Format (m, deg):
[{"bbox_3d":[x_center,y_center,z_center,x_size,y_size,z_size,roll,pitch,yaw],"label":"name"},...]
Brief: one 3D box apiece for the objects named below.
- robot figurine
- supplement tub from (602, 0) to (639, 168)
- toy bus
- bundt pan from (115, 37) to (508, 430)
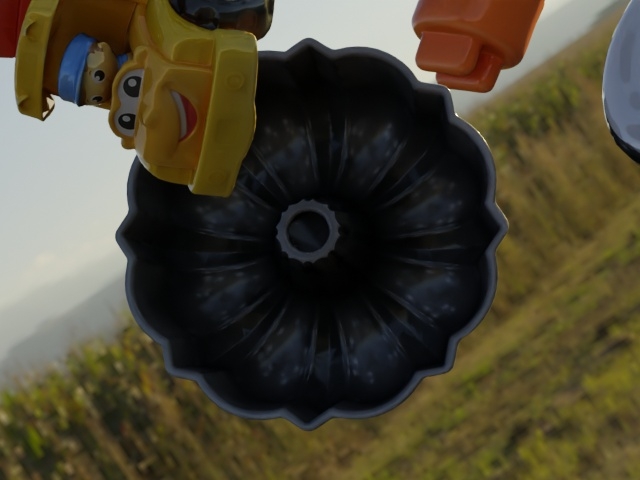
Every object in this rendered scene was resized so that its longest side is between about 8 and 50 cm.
[{"bbox_3d":[0.174,-0.267,1.719,0.128,0.158,0.219,156,137,-75],"label":"robot figurine"},{"bbox_3d":[0.364,-0.060,1.059,0.207,0.338,0.207,-39,33,33],"label":"supplement tub"},{"bbox_3d":[-0.149,-0.141,1.086,0.211,0.220,0.149,2,-50,-18],"label":"toy bus"},{"bbox_3d":[0.000,0.000,1.410,0.331,0.331,0.124,-34,-12,4],"label":"bundt pan"}]
